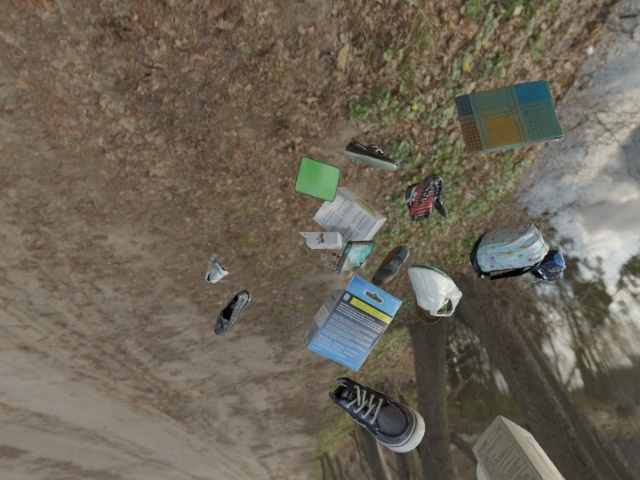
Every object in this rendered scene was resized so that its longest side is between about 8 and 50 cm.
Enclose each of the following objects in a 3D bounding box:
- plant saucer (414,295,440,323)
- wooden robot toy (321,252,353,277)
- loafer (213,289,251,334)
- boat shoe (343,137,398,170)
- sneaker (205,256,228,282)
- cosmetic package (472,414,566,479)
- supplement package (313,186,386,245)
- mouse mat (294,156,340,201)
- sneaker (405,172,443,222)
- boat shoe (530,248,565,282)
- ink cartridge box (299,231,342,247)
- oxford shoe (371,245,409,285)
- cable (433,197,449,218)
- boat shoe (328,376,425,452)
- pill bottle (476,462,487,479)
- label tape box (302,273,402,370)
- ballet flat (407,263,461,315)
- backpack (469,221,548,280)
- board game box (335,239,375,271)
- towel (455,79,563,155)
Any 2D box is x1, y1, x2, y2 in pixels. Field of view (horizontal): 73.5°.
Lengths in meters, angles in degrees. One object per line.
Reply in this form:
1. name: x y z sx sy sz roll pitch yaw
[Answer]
1. plant saucer: 0.600 0.351 2.340 0.036 0.198 0.198 -1 150 -35
2. wooden robot toy: 0.086 0.100 1.932 0.079 0.173 0.076 -6 119 -56
3. loafer: -0.436 0.341 2.031 0.267 0.096 0.084 -53 156 12
4. boat shoe: 0.190 -0.320 1.586 0.084 0.233 0.079 31 88 -55
5. sneaker: -0.421 0.120 1.673 0.083 0.191 0.071 -48 110 -8
6. cosmetic package: 0.565 0.656 1.201 0.129 0.296 0.153 30 101 -5
7. supplement package: 0.147 -0.107 2.099 0.198 0.263 0.199 -54 168 17
8. mouse mat: -0.010 -0.253 1.781 0.190 0.152 0.007 14 176 -26
9. sneaker: 0.389 -0.187 1.649 0.098 0.134 0.276 -12 154 -9
10. boat shoe: 0.684 0.072 1.318 0.089 0.108 0.258 -18 156 20
11. ink cartridge box: 0.000 0.000 1.968 0.182 0.061 0.104 0 167 13
12. oxford shoe: 0.287 0.107 1.810 0.212 0.076 0.076 -46 108 -10
13. cable: 0.651 -0.187 2.322 0.047 0.150 0.184 -36 162 7
14. boat shoe: 0.141 0.486 1.226 0.158 0.127 0.341 36 160 -14
15. pill bottle: 0.720 0.904 1.582 0.177 0.176 0.318 -27 127 25
16. label tape box: 0.128 0.322 1.741 0.249 0.115 0.347 31 94 -19
17. ballet flat: 0.393 0.187 1.455 0.139 0.139 0.400 -24 153 21
18. backpack: 0.509 0.022 1.159 0.115 0.152 0.182 50 148 -18
19. board game box: 0.141 0.060 1.690 0.186 0.026 0.126 -2 119 -55
20. towel: 0.761 -0.502 1.749 0.371 0.271 0.040 -9 168 7
